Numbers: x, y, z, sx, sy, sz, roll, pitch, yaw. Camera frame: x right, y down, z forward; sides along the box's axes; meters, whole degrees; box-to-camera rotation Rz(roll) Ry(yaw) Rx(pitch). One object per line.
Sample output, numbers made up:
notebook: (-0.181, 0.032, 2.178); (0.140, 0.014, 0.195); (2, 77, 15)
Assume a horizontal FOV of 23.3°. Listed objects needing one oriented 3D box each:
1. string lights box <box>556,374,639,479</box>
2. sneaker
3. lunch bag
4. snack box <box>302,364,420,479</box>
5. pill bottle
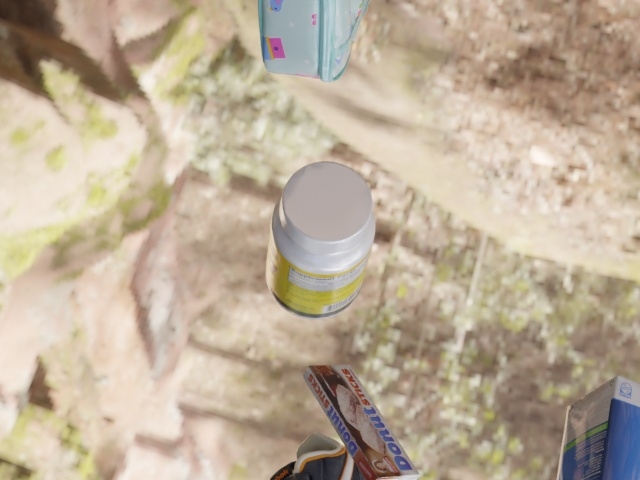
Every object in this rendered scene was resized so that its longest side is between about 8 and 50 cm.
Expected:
string lights box: (0.356, 0.317, 1.965); (0.077, 0.259, 0.133); (21, 150, -12)
sneaker: (-0.023, 0.341, 1.812); (0.127, 0.321, 0.126); (44, 115, -5)
lunch bag: (0.006, -0.325, 1.816); (0.108, 0.279, 0.224); (7, 128, 12)
snack box: (0.046, 0.214, 1.805); (0.064, 0.178, 0.022); (3, 130, -38)
pill bottle: (0.000, 0.000, 1.760); (0.119, 0.119, 0.208); (16, 155, 2)
